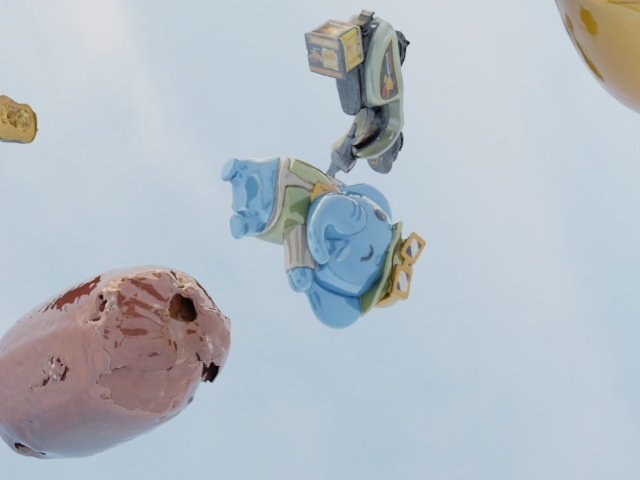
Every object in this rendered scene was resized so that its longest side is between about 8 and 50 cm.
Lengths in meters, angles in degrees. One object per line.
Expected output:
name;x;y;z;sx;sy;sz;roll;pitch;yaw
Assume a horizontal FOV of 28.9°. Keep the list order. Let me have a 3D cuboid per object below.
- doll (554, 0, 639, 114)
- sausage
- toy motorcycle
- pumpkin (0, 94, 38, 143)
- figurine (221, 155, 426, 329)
doll;0.264;-0.180;0.767;0.213;0.236;0.214;32;-126;-59
sausage;-0.199;0.112;1.115;0.152;0.279;0.152;20;-122;-35
toy motorcycle;0.057;-0.192;1.727;0.157;0.091;0.263;-39;-45;-37
pumpkin;-0.347;-0.130;1.375;0.083;0.028;0.050;17;-109;-61
figurine;-0.002;0.000;1.484;0.262;0.154;0.180;19;-146;-28
